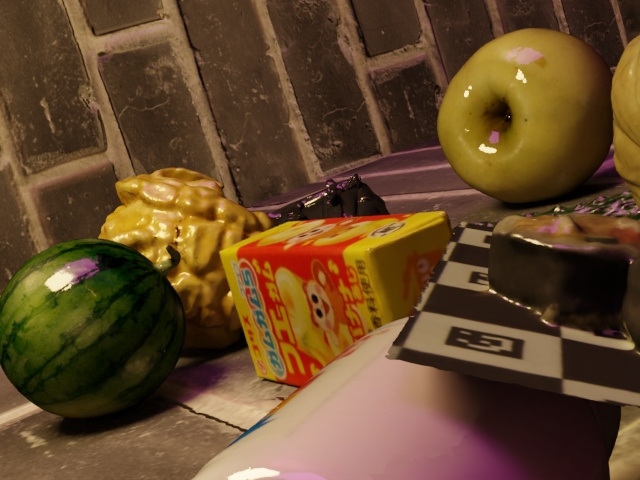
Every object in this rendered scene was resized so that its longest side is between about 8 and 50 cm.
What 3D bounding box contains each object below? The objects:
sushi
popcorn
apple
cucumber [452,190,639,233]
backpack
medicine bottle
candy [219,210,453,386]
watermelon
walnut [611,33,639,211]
[{"bbox_3d":[0.230,0.016,0.519,0.343,0.064,0.359,10,11,11],"label":"sushi"},{"bbox_3d":[-0.164,0.021,1.235,0.250,0.250,0.190,-8,33,46],"label":"popcorn"},{"bbox_3d":[0.309,-0.177,1.497,0.262,0.262,0.262,-17,9,3],"label":"apple"},{"bbox_3d":[0.220,0.012,0.992,0.360,0.096,0.096,-12,10,12],"label":"cucumber"},{"bbox_3d":[0.000,0.000,1.409,0.206,0.133,0.258,-19,15,10],"label":"backpack"},{"bbox_3d":[0.047,0.117,0.462,0.152,0.151,0.254,-12,8,30],"label":"medicine bottle"},{"bbox_3d":[0.020,0.058,0.914,0.088,0.146,0.276,-22,12,-28],"label":"candy"},{"bbox_3d":[-0.227,0.081,1.062,0.215,0.188,0.188,-43,12,-4],"label":"watermelon"},{"bbox_3d":[0.378,-0.101,0.821,0.277,0.253,0.282,-30,21,-32],"label":"walnut"}]
